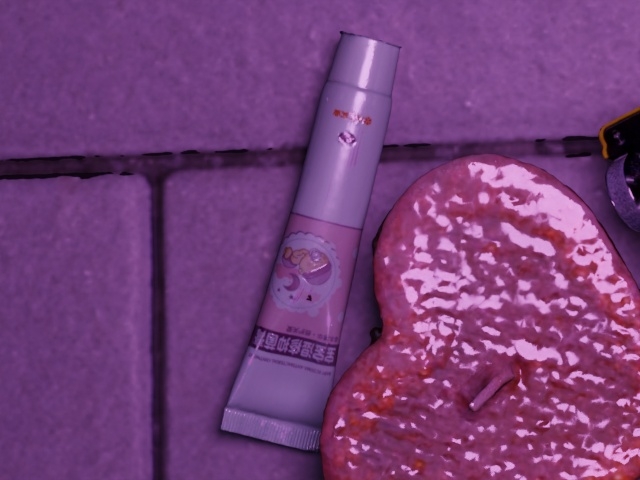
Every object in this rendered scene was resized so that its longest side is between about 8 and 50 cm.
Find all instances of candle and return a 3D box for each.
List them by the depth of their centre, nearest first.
[{"bbox_3d":[0.150,0.107,1.485,0.287,0.131,0.317,20,92,4],"label":"candle"}]

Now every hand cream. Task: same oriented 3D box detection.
[{"bbox_3d":[0.000,0.000,1.546,0.085,0.058,0.331,14,95,-13],"label":"hand cream"}]

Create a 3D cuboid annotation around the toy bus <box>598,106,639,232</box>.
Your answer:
[{"bbox_3d":[0.348,0.032,1.442,0.145,0.151,0.331,-28,83,32],"label":"toy bus"}]
